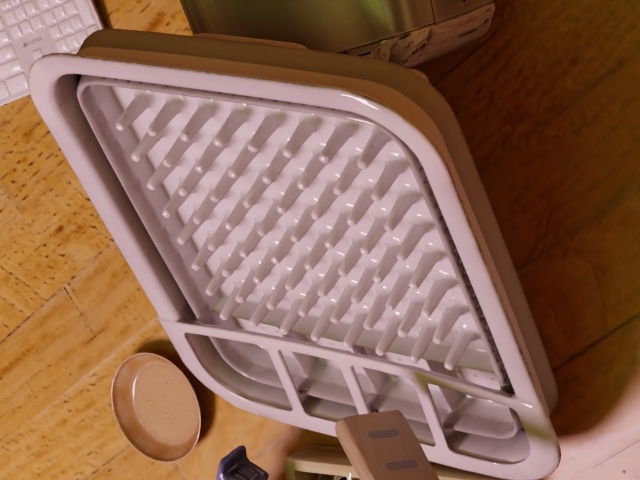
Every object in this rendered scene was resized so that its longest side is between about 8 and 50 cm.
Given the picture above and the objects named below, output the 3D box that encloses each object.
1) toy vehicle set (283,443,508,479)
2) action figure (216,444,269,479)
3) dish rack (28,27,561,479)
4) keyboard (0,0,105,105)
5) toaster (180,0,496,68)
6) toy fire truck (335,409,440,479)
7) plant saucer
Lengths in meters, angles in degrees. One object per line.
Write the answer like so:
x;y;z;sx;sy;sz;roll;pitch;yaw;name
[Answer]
0.069;0.273;1.228;0.166;0.035;0.266;0;104;36;toy vehicle set
-0.082;0.324;1.238;0.330;0.178;0.341;27;125;36;action figure
0.000;0.000;1.098;0.286;0.072;0.333;11;144;34;dish rack
-0.252;-0.131;1.354;0.256;0.014;0.072;-16;94;38;keyboard
-0.002;-0.165;1.093;0.227;0.129;0.146;-11;99;39;toaster
0.109;0.222;1.079;0.158;0.217;0.246;-1;93;42;toy fire truck
-0.115;0.119;1.328;0.083;0.015;0.083;11;109;33;plant saucer
